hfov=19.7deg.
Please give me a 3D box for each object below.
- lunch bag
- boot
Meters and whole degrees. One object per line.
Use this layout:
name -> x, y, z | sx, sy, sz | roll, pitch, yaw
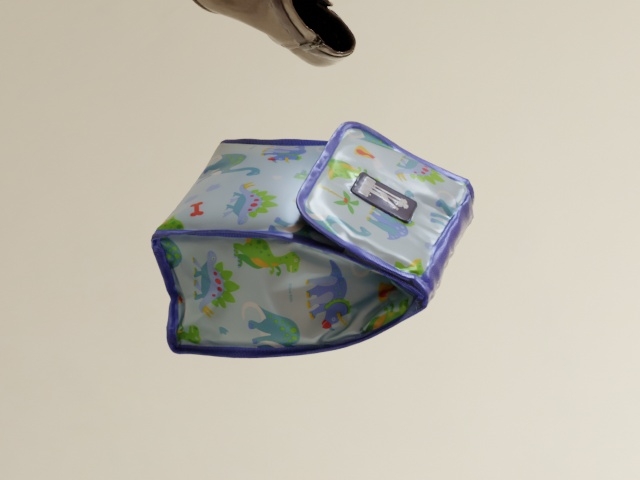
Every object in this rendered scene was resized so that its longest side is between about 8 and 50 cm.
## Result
lunch bag -> 0.000, 0.000, 1.004 | 0.129, 0.151, 0.096 | -60, -32, -58
boot -> -0.031, -0.145, 1.092 | 0.118, 0.087, 0.042 | 34, -98, -25
